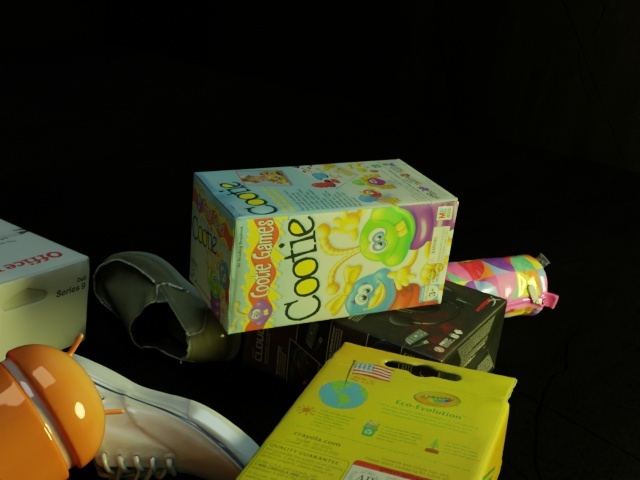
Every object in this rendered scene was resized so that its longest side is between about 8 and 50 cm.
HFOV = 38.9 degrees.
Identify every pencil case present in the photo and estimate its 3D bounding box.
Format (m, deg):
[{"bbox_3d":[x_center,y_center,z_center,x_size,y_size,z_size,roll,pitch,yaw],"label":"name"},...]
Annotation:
[{"bbox_3d":[0.232,0.075,1.336,0.236,0.104,0.104,-6,24,-29],"label":"pencil case"}]

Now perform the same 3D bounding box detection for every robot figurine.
[{"bbox_3d":[-0.281,0.176,0.785,0.219,0.128,0.158,-33,65,-26],"label":"robot figurine"}]

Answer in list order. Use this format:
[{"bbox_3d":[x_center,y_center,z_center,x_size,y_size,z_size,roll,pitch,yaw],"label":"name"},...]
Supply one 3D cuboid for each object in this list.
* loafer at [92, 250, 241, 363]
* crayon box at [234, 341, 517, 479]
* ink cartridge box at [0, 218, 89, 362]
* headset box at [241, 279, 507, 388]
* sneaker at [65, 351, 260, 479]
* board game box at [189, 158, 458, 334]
[{"bbox_3d":[-0.213,0.083,1.154,0.251,0.094,0.087,22,20,34],"label":"loafer"},{"bbox_3d":[0.058,0.217,0.858,0.202,0.081,0.318,11,26,20],"label":"crayon box"},{"bbox_3d":[-0.458,0.054,1.106,0.289,0.121,0.211,20,23,30],"label":"ink cartridge box"},{"bbox_3d":[0.057,0.111,1.152,0.293,0.110,0.218,18,24,27],"label":"headset box"},{"bbox_3d":[-0.177,0.200,0.892,0.258,0.094,0.091,18,50,18],"label":"sneaker"},{"bbox_3d":[0.000,0.000,1.068,0.275,0.142,0.144,-6,27,-25],"label":"board game box"}]
